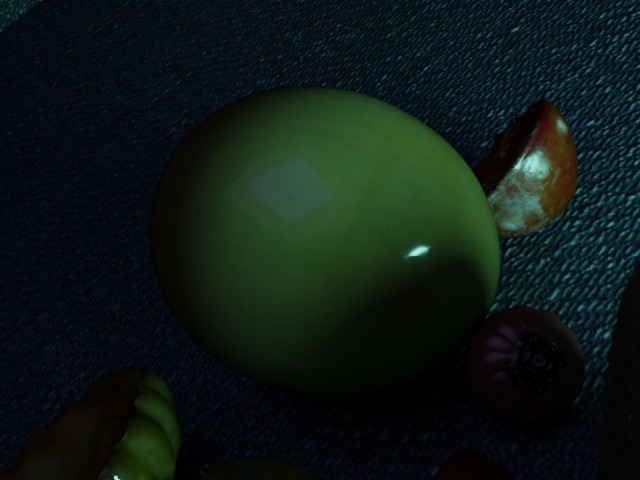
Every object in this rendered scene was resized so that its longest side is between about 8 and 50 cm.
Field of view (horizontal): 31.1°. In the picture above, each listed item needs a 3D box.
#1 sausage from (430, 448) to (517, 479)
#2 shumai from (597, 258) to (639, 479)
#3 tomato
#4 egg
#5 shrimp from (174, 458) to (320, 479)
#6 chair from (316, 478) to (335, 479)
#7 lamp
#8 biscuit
[{"bbox_3d":[0.074,0.299,0.904,0.083,0.089,0.300,10,56,37],"label":"sausage"},{"bbox_3d":[0.332,0.129,0.790,0.263,0.314,0.267,9,85,5],"label":"shumai"},{"bbox_3d":[0.213,-0.060,1.198,0.159,0.091,0.139,-44,13,43],"label":"tomato"},{"bbox_3d":[0.000,0.000,1.123,0.374,0.301,0.301,9,55,47],"label":"egg"},{"bbox_3d":[-0.098,0.260,1.119,0.262,0.066,0.117,-3,47,41],"label":"shrimp"},{"bbox_3d":[-0.031,0.321,0.948,0.229,0.113,0.106,-42,35,-10],"label":"chair"},{"bbox_3d":[0.180,0.111,1.015,0.107,0.107,0.092,-48,-4,-14],"label":"lamp"},{"bbox_3d":[-0.258,0.273,1.163,0.326,0.107,0.325,-41,15,14],"label":"biscuit"}]
